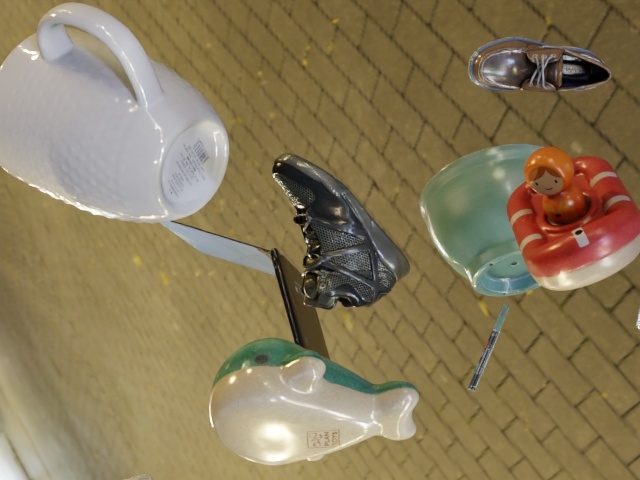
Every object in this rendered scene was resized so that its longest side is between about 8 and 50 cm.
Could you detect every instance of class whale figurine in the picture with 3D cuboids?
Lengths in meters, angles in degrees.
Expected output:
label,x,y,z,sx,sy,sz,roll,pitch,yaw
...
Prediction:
label,x,y,z,sx,sy,sz,roll,pitch,yaw
whale figurine,-0.008,0.204,1.207,0.141,0.272,0.216,-88,-4,-46

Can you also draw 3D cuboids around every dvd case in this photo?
label,x,y,z,sx,sy,sz,roll,pitch,yaw
dvd case,0.264,0.168,1.430,0.013,0.087,0.119,24,119,11

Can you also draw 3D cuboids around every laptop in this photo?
label,x,y,z,sx,sy,sz,roll,pitch,yaw
laptop,-0.151,0.139,1.942,0.382,0.236,0.408,52,-159,-75

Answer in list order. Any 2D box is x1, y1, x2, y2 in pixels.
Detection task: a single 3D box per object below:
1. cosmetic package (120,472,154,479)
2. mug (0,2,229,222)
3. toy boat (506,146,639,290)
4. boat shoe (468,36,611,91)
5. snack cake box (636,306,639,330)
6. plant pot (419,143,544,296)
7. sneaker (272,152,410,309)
label,x,y,z,sx,sy,sz,roll,pitch,yaw
cosmetic package,-0.295,0.557,1.469,0.385,0.217,0.156,33,122,50
mug,-0.329,-0.204,1.442,0.328,0.276,0.374,24,143,28
toy boat,0.301,-0.049,1.130,0.151,0.151,0.231,55,-163,-28
boat shoe,0.275,-0.216,1.129,0.066,0.183,0.066,-133,41,-65
snack cake box,0.367,0.087,0.719,0.264,0.089,0.152,-115,15,-51
plant pot,0.349,-0.016,1.728,0.293,0.293,0.196,108,157,-56
sneaker,0.000,0.000,1.159,0.227,0.130,0.087,49,162,-14
